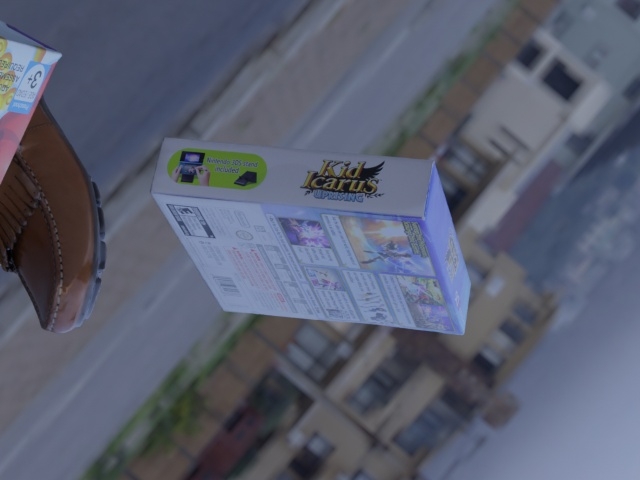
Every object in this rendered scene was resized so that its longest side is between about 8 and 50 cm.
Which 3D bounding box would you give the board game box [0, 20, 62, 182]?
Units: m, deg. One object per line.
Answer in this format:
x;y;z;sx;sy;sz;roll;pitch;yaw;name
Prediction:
-0.263;-0.002;0.868;0.275;0.142;0.144;-63;161;8;board game box

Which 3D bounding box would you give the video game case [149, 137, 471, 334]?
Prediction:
0.000;0.000;1.687;0.269;0.244;0.061;66;34;-63;video game case

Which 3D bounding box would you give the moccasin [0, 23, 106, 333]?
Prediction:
-0.314;-0.068;1.817;0.147;0.380;0.139;-6;147;-32;moccasin
